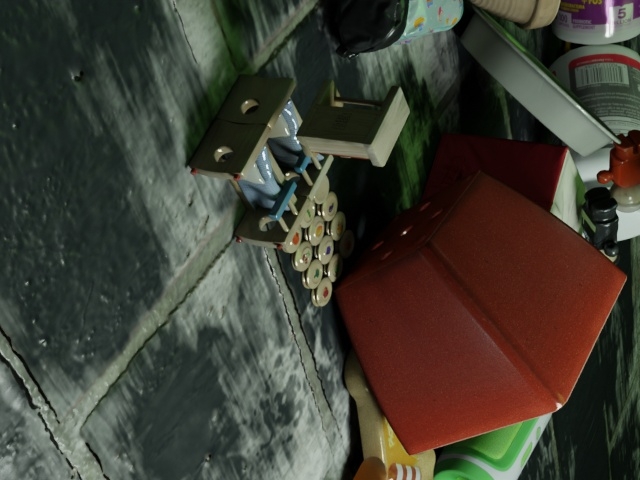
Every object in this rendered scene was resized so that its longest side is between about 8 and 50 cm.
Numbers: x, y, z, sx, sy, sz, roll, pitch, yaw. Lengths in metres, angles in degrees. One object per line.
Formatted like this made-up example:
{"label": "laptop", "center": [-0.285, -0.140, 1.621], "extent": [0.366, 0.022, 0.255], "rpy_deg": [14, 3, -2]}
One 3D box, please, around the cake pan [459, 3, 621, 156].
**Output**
{"label": "cake pan", "center": [0.311, -0.226, 1.478], "extent": [0.054, 0.293, 0.293], "rpy_deg": [-47, 155, 16]}

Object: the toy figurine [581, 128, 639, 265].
{"label": "toy figurine", "center": [0.495, -0.039, 1.491], "extent": [0.213, 0.210, 0.148], "rpy_deg": [-56, 148, -35]}

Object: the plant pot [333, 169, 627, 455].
{"label": "plant pot", "center": [0.179, 0.074, 1.294], "extent": [0.235, 0.267, 0.267], "rpy_deg": [50, 47, -9]}

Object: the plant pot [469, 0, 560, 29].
{"label": "plant pot", "center": [0.235, -0.396, 1.375], "extent": [0.237, 0.110, 0.237], "rpy_deg": [167, -90, -87]}

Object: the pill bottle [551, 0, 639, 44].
{"label": "pill bottle", "center": [0.479, -0.505, 1.752], "extent": [0.169, 0.169, 0.301], "rpy_deg": [-43, 133, -47]}

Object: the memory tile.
{"label": "memory tile", "center": [0.000, 0.000, 1.228], "extent": [0.113, 0.012, 0.148], "rpy_deg": [-63, 145, -28]}

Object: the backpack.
{"label": "backpack", "center": [0.091, -0.291, 1.200], "extent": [0.182, 0.115, 0.152], "rpy_deg": [-23, 115, -59]}

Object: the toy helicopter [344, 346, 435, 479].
{"label": "toy helicopter", "center": [0.076, 0.311, 1.374], "extent": [0.235, 0.140, 0.355], "rpy_deg": [-21, 106, -47]}

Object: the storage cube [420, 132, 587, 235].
{"label": "storage cube", "center": [0.270, -0.030, 1.507], "extent": [0.215, 0.193, 0.183], "rpy_deg": [46, 59, -56]}

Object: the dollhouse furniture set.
{"label": "dollhouse furniture set", "center": [-0.008, -0.071, 1.020], "extent": [0.129, 0.184, 0.129], "rpy_deg": [-64, 147, -26]}

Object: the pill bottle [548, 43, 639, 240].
{"label": "pill bottle", "center": [0.494, -0.167, 1.786], "extent": [0.176, 0.176, 0.318], "rpy_deg": [42, 44, -56]}

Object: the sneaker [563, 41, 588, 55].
{"label": "sneaker", "center": [0.514, -0.416, 1.931], "extent": [0.083, 0.084, 0.215], "rpy_deg": [31, 72, -53]}

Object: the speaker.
{"label": "speaker", "center": [0.296, 0.333, 1.719], "extent": [0.296, 0.131, 0.131], "rpy_deg": [-45, 135, -46]}
